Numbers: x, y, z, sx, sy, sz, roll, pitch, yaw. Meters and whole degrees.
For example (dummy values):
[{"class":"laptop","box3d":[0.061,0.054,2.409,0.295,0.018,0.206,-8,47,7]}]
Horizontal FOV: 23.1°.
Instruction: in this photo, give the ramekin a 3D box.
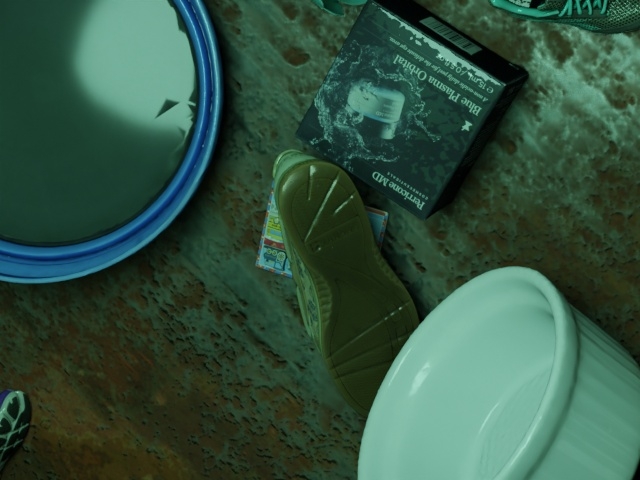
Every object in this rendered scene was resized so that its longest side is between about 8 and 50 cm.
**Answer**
[{"class":"ramekin","box3d":[0.171,0.175,1.439,0.135,0.277,0.277,33,115,-23]}]

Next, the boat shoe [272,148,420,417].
[{"class":"boat shoe","box3d":[0.026,0.041,1.556,0.104,0.089,0.285,-20,112,-9]}]

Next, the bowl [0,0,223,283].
[{"class":"bowl","box3d":[-0.288,-0.153,1.586,0.391,0.077,0.391,0,95,5]}]

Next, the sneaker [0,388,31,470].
[{"class":"sneaker","box3d":[-0.389,0.232,1.773,0.071,0.068,0.170,39,113,14]}]

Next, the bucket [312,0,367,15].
[{"class":"bucket","box3d":[0.001,-0.361,1.386,0.183,0.281,0.281,32,111,14]}]

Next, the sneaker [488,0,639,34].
[{"class":"sneaker","box3d":[0.226,-0.219,1.431,0.166,0.076,0.065,7,106,19]}]

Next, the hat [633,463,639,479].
[{"class":"hat","box3d":[0.286,0.308,1.430,0.331,0.134,0.331,30,129,45]}]

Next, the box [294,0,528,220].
[{"class":"box","box3d":[0.087,-0.130,1.496,0.156,0.093,0.158,34,113,10]}]

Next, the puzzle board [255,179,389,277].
[{"class":"puzzle board","box3d":[0.000,0.000,1.602,0.128,0.011,0.096,17,108,16]}]
